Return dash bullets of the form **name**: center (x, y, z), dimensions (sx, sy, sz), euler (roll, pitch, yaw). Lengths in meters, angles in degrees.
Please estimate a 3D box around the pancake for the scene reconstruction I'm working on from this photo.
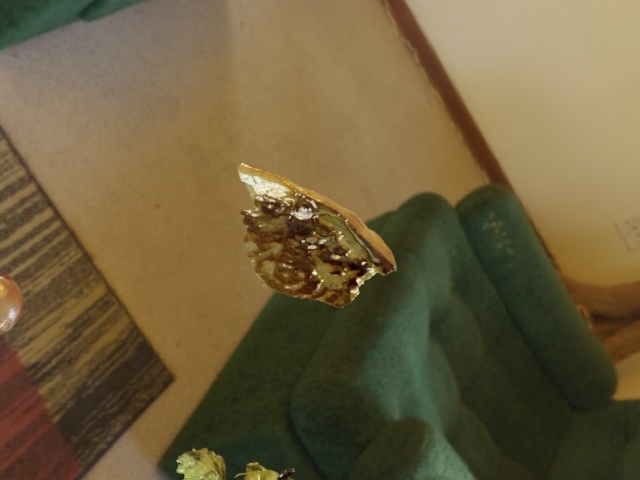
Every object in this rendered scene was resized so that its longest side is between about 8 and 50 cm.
- **pancake**: center (0.000, 0.000, 1.179), dimensions (0.257, 0.212, 0.056), euler (80, 18, -50)

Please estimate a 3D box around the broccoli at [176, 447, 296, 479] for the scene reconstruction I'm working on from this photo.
- **broccoli**: center (-0.095, 0.482, 1.348), dimensions (0.281, 0.293, 0.348), euler (-86, -177, -57)

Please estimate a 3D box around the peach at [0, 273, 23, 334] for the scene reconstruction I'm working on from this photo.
- **peach**: center (-0.424, 0.082, 1.102), dimensions (0.083, 0.083, 0.083), euler (33, 45, -40)
